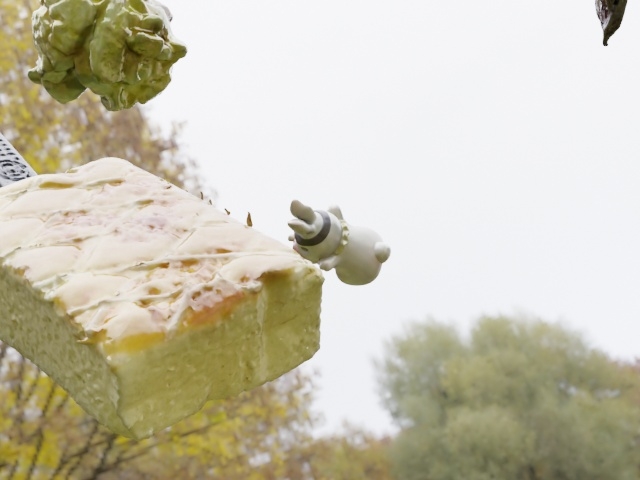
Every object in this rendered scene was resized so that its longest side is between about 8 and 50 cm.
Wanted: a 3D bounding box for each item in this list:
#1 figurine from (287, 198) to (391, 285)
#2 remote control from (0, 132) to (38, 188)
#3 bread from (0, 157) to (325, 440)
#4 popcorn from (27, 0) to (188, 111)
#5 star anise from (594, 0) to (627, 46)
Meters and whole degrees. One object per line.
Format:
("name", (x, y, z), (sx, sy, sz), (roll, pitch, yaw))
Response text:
("figurine", (-0.001, 0.009, 1.467), (0.146, 0.081, 0.098), (21, -47, -31))
("remote control", (-0.361, -0.064, 1.502), (0.063, 0.245, 0.025), (-3, -54, -44))
("bread", (-0.105, 0.020, 0.653), (0.125, 0.188, 0.068), (-22, -54, -36))
("popcorn", (-0.258, -0.248, 1.528), (0.187, 0.167, 0.185), (23, -19, -2))
("star anise", (0.324, -0.328, 1.227), (0.129, 0.212, 0.283), (-2, 35, 37))
